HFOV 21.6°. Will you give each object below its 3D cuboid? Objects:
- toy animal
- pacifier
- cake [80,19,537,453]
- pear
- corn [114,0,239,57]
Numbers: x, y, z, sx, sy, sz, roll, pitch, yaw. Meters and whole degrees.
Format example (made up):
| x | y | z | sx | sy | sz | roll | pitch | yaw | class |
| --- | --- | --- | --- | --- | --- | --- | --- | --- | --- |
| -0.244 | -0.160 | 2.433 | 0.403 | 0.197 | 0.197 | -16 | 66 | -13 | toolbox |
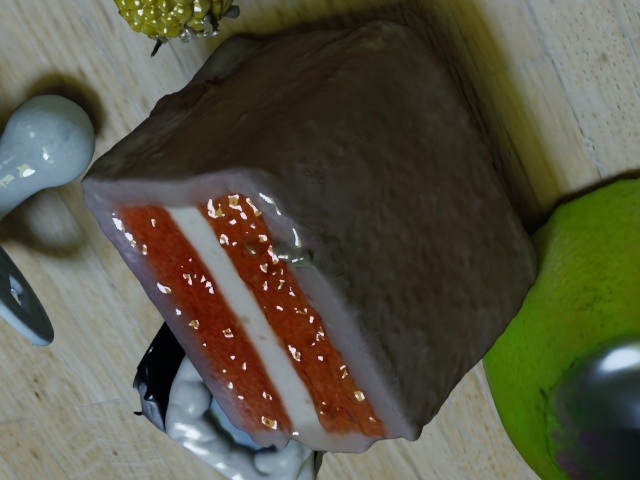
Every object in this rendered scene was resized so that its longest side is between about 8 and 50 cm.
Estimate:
| x | y | z | sx | sy | sz | roll | pitch | yaw | class |
| --- | --- | --- | --- | --- | --- | --- | --- | --- | --- |
| -0.072 | 0.143 | 1.570 | 0.204 | 0.208 | 0.156 | 35 | 85 | -12 | toy animal |
| -0.299 | -0.046 | 1.513 | 0.226 | 0.238 | 0.287 | -35 | 106 | 2 | pacifier |
| 0.000 | 0.000 | 1.374 | 0.237 | 0.230 | 0.309 | -1 | 131 | 46 | cake |
| 0.322 | 0.142 | 1.440 | 0.398 | 0.165 | 0.399 | 9 | 128 | 11 | pear |
| -0.146 | -0.296 | 1.302 | 0.106 | 0.106 | 0.305 | -4 | 122 | 21 | corn |
